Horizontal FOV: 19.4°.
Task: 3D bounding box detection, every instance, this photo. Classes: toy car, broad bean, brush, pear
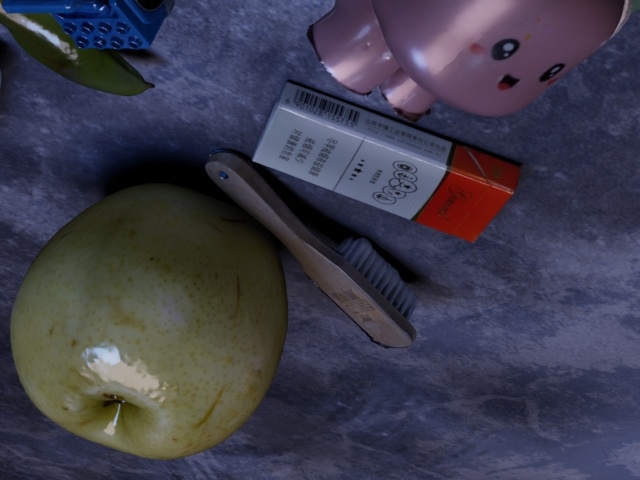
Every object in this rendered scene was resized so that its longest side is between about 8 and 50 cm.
[{"bbox_3d":[-0.214,-0.225,1.618,0.097,0.100,0.191,4,149,34],"label":"toy car"},{"bbox_3d":[-0.292,-0.219,1.738,0.325,0.067,0.075,30,122,-22],"label":"broad bean"},{"bbox_3d":[0.000,0.000,2.029,0.327,0.065,0.070,43,152,-28],"label":"brush"},{"bbox_3d":[-0.178,0.082,2.034,0.309,0.309,0.309,14,156,6],"label":"pear"}]

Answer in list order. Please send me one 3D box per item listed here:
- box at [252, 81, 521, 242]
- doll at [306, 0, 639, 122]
[{"bbox_3d":[0.062,-0.075,1.842,0.245,0.035,0.139,19,155,-5],"label":"box"},{"bbox_3d":[0.121,-0.213,1.376,0.268,0.216,0.284,-34,147,30],"label":"doll"}]
